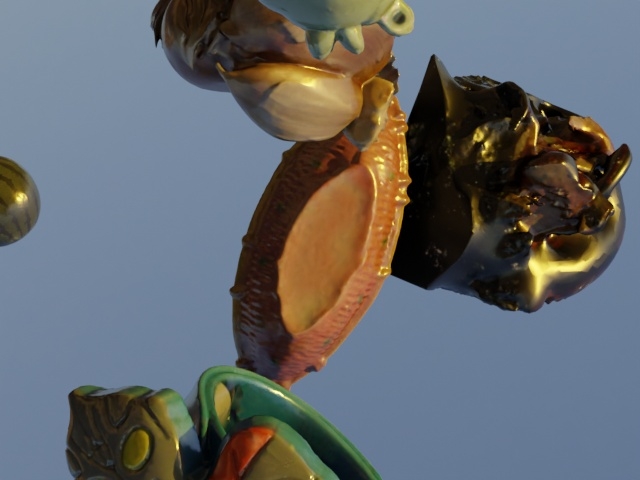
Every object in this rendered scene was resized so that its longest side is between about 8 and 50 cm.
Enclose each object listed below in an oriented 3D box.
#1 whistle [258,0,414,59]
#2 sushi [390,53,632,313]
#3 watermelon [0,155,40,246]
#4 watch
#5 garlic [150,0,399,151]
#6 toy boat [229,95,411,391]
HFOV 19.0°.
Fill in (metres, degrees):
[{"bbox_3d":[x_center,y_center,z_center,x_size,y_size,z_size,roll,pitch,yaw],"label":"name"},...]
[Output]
[{"bbox_3d":[-0.040,-0.209,1.153,0.102,0.253,0.106,-56,-168,-30],"label":"whistle"},{"bbox_3d":[0.192,-0.036,1.879,0.212,0.215,0.227,24,-176,27],"label":"sushi"},{"bbox_3d":[-0.394,-0.057,2.276,0.105,0.133,0.105,-32,-163,11],"label":"watermelon"},{"bbox_3d":[-0.084,0.220,1.646,0.241,0.305,0.274,-46,179,16],"label":"watch"},{"bbox_3d":[-0.038,-0.183,1.556,0.160,0.191,0.214,-55,-134,13],"label":"garlic"},{"bbox_3d":[0.000,0.002,1.778,0.141,0.318,0.099,23,-178,-10],"label":"toy boat"}]
